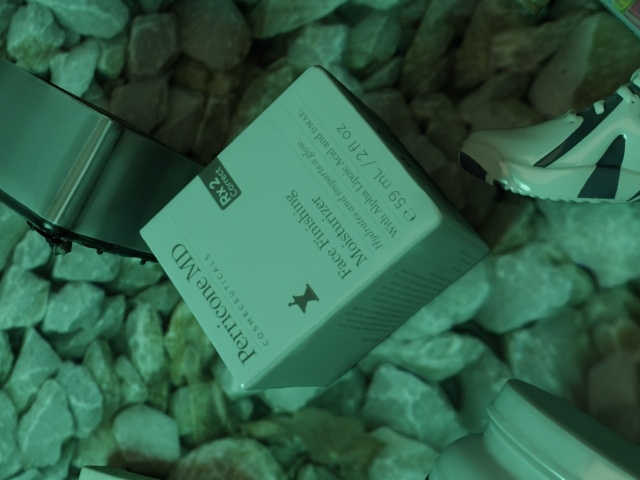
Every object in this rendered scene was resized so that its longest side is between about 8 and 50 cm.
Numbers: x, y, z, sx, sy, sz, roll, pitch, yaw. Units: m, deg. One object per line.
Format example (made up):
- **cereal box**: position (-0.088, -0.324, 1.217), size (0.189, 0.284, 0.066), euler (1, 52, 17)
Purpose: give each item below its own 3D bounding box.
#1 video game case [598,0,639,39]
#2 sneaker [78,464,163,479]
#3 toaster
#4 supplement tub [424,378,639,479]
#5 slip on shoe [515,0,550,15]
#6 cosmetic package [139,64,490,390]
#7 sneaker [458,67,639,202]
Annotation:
- **video game case**: position (0.294, -0.253, 0.591), size (0.212, 0.023, 0.193), euler (-42, 69, 12)
- **sneaker**: position (-0.153, 0.249, 0.679), size (0.152, 0.058, 0.085), euler (5, 78, 27)
- **toaster**: position (-0.206, -0.060, 0.689), size (0.185, 0.168, 0.110), euler (30, 93, 24)
- **supplement tub**: position (0.120, 0.246, 0.496), size (0.191, 0.191, 0.272), euler (32, 95, 23)
- **slip on shoe**: position (0.132, -0.227, 0.644), size (0.135, 0.051, 0.041), euler (33, 113, 19)
- **cosmetic package**: position (0.000, 0.000, 0.604), size (0.183, 0.151, 0.151), euler (-42, 68, 12)
- **sneaker**: position (0.219, -0.101, 0.544), size (0.234, 0.094, 0.153), euler (8, 99, 23)
